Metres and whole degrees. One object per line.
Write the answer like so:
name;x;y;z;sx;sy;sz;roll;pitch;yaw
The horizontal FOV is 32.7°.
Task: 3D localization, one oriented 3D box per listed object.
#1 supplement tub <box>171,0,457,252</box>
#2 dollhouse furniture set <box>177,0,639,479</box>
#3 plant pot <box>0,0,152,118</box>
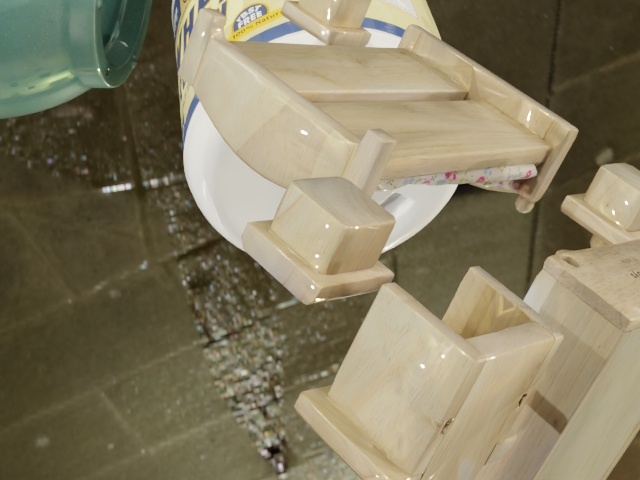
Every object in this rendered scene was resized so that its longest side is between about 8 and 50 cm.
supplement tub;-0.012;-0.158;0.946;0.228;0.316;0.228;-6;134;-6
dollhouse furniture set;0.000;0.000;0.582;0.303;0.355;0.174;-7;129;-48
plant pot;-0.267;-0.240;1.002;0.196;0.293;0.293;11;130;5
